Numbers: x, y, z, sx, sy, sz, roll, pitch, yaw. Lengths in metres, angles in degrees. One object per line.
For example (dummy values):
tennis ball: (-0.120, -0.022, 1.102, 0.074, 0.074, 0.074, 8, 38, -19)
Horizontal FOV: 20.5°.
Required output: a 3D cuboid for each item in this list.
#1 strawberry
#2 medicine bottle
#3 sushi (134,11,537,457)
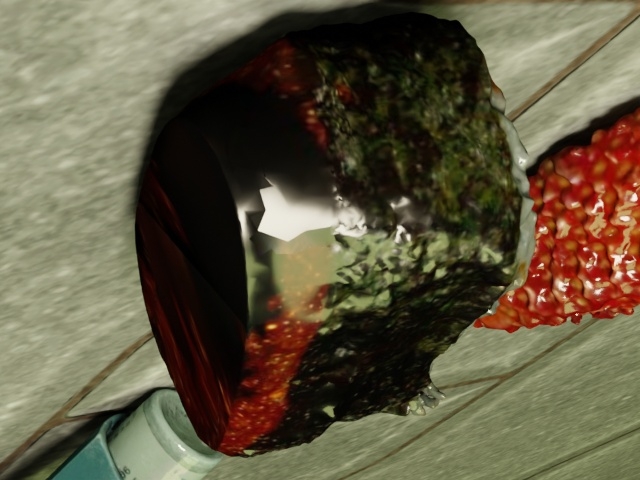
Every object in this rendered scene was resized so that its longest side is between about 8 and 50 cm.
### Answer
strawberry: (0.203, -0.010, 1.009, 0.286, 0.106, 0.188, -31, 159, 29)
medicine bottle: (-0.179, 0.188, 1.175, 0.258, 0.124, 0.079, -41, 157, 20)
sushi: (0.000, 0.000, 0.766, 0.126, 0.136, 0.225, -17, 155, -21)
